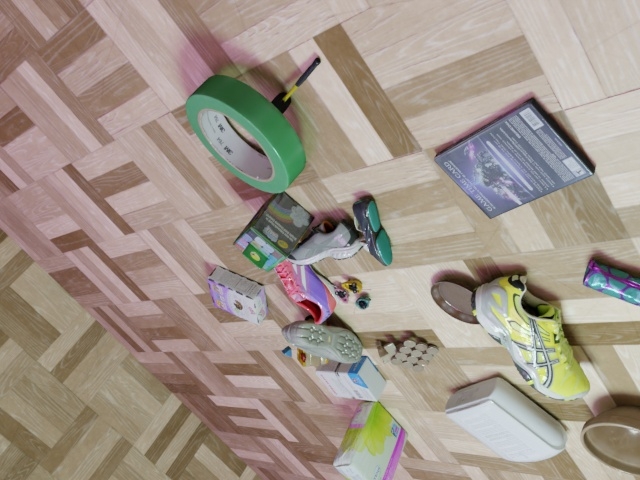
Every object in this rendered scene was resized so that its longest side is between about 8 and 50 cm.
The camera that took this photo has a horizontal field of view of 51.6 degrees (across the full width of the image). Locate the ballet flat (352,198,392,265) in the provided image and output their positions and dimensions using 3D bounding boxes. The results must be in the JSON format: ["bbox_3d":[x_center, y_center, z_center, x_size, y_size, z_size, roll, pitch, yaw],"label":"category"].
[{"bbox_3d":[0.130,-0.021,1.718,0.074,0.074,0.203,4,129,37],"label":"ballet flat"}]

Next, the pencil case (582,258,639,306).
[{"bbox_3d":[0.648,0.094,1.430,0.152,0.064,0.070,22,160,17],"label":"pencil case"}]

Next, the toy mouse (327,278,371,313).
[{"bbox_3d":[0.099,0.167,2.003,0.161,0.031,0.143,13,140,28],"label":"toy mouse"}]

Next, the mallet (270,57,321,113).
[{"bbox_3d":[-0.052,-0.354,1.504,0.039,0.062,0.190,41,131,-11],"label":"mallet"}]

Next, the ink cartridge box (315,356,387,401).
[{"bbox_3d":[0.106,0.480,2.328,0.203,0.086,0.148,-5,129,44],"label":"ink cartridge box"}]

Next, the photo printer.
[{"bbox_3d":[0.571,0.560,2.019,0.308,0.107,0.256,37,146,-5],"label":"photo printer"}]

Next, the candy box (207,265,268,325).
[{"bbox_3d":[-0.287,0.195,2.323,0.196,0.070,0.164,22,143,19],"label":"candy box"}]

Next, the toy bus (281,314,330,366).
[{"bbox_3d":[-0.031,0.322,2.228,0.191,0.202,0.104,45,176,-26],"label":"toy bus"}]

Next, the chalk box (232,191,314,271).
[{"bbox_3d":[-0.141,-0.010,1.828,0.132,0.213,0.132,41,145,-9],"label":"chalk box"}]

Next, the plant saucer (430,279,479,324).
[{"bbox_3d":[0.372,0.158,1.754,0.169,0.029,0.168,30,152,17],"label":"plant saucer"}]

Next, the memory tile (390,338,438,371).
[{"bbox_3d":[0.290,0.355,2.047,0.113,0.012,0.148,17,136,-7],"label":"memory tile"}]

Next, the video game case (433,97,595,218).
[{"bbox_3d":[0.392,-0.159,1.373,0.196,0.026,0.274,44,146,-13],"label":"video game case"}]

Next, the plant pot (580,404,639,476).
[{"bbox_3d":[0.822,0.514,1.753,0.238,0.109,0.237,21,143,17],"label":"plant pot"}]

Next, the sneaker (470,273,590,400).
[{"bbox_3d":[0.539,0.244,1.620,0.385,0.145,0.147,44,130,-10],"label":"sneaker"}]

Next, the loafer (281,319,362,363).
[{"bbox_3d":[0.012,0.323,2.133,0.112,0.111,0.320,-3,156,45],"label":"loafer"}]

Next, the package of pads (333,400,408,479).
[{"bbox_3d":[0.185,0.757,2.409,0.101,0.296,0.229,-21,118,41],"label":"package of pads"}]

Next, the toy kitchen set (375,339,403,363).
[{"bbox_3d":[0.217,0.330,2.104,0.083,0.075,0.068,-28,124,9],"label":"toy kitchen set"}]

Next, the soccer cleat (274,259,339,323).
[{"bbox_3d":[-0.075,0.118,2.012,0.318,0.116,0.109,45,144,-15],"label":"soccer cleat"}]

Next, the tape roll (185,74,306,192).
[{"bbox_3d":[-0.185,-0.255,1.626,0.321,0.077,0.321,33,159,14],"label":"tape roll"}]

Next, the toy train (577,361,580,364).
[{"bbox_3d":[0.625,0.360,1.786,0.125,0.046,0.166,14,141,27],"label":"toy train"}]

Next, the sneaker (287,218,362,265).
[{"bbox_3d":[0.000,0.000,1.841,0.272,0.100,0.108,-14,111,42],"label":"sneaker"}]
